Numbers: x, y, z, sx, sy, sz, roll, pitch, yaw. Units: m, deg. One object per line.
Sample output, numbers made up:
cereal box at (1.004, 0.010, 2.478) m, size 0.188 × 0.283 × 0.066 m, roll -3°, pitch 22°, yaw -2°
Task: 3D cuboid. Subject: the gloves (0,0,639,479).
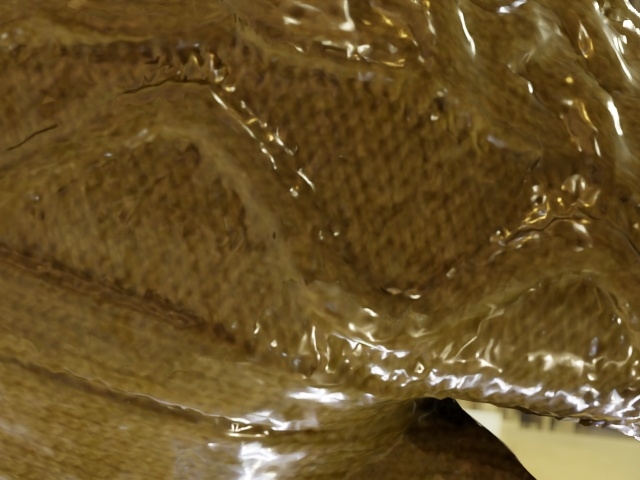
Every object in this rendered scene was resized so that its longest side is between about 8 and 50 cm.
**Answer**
gloves at (-0.003, -0.007, 0.515) m, size 0.155 × 0.356 × 0.203 m, roll 129°, pitch -27°, yaw -62°
